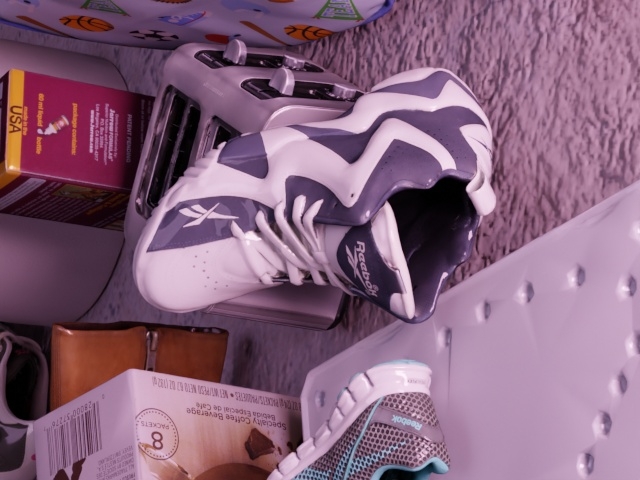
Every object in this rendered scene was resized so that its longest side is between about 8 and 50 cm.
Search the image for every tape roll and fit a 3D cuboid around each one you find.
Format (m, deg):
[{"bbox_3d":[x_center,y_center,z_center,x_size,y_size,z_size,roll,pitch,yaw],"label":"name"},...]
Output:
[{"bbox_3d":[-0.288,-0.056,1.569,0.246,0.169,0.246,-21,65,55],"label":"tape roll"}]

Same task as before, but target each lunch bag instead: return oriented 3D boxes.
[{"bbox_3d":[-0.099,-0.204,1.221,0.303,0.243,0.115,-8,77,59],"label":"lunch bag"}]

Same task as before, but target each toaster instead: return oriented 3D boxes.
[{"bbox_3d":[-0.043,-0.034,1.220,0.168,0.110,0.186,38,116,56],"label":"toaster"}]

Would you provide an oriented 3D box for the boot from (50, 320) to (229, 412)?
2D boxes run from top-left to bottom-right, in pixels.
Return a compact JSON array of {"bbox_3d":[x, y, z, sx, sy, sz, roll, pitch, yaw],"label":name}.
[{"bbox_3d":[-0.175,0.197,1.233,0.096,0.264,0.280,20,107,49],"label":"boot"}]

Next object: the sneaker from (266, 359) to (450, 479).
[{"bbox_3d":[0.019,0.145,1.031,0.166,0.065,0.076,-58,42,36],"label":"sneaker"}]

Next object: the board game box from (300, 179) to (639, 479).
[{"bbox_3d":[0.124,0.202,0.951,0.390,0.050,0.390,-35,54,51],"label":"board game box"}]

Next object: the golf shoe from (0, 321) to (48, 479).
[{"bbox_3d":[-0.299,0.109,1.639,0.120,0.105,0.273,-41,54,27],"label":"golf shoe"}]

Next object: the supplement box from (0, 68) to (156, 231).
[{"bbox_3d":[-0.166,-0.061,1.350,0.104,0.188,0.081,-23,63,55],"label":"supplement box"}]

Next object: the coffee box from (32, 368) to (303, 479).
[{"bbox_3d":[-0.075,0.247,1.141,0.119,0.168,0.297,-30,59,40],"label":"coffee box"}]

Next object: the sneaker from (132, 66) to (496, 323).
[{"bbox_3d":[0.000,0.000,1.045,0.153,0.235,0.094,-107,-5,-59],"label":"sneaker"}]
